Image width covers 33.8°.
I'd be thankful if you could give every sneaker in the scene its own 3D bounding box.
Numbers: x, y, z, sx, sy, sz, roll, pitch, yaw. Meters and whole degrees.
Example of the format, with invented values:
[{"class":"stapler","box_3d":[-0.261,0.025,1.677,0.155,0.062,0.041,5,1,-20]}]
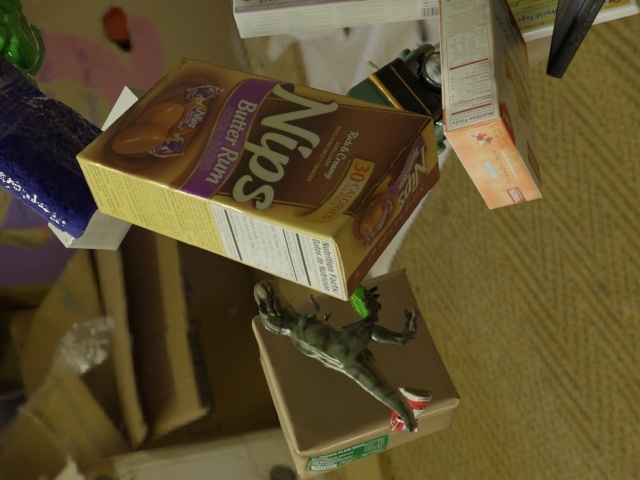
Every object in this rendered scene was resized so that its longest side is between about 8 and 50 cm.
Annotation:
[{"class":"sneaker","box_3d":[0.130,0.246,1.512,0.118,0.042,0.067,153,124,-79]}]

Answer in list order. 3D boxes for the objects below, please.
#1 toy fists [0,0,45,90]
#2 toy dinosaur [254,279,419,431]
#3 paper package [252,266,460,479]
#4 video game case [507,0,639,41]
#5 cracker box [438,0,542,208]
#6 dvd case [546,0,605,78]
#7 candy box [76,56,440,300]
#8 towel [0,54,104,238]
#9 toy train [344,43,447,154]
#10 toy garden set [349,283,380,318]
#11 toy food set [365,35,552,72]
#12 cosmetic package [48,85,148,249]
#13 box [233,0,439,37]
[{"class":"toy fists","box_3d":[-0.466,-0.248,1.572,0.142,0.096,0.279,44,-146,-67]},{"class":"toy dinosaur","box_3d":[0.044,0.112,1.190,0.268,0.118,0.064,33,149,35]},{"class":"paper package","box_3d":[0.065,0.255,2.023,0.168,0.324,0.310,87,164,-59]},{"class":"video game case","box_3d":[0.328,-0.384,1.468,0.227,0.026,0.206,-9,69,32]},{"class":"cracker box","box_3d":[0.189,-0.174,1.178,0.067,0.156,0.232,-12,56,22]},{"class":"dvd case","box_3d":[0.309,-0.327,1.185,0.180,0.022,0.253,109,179,-53]},{"class":"candy box","box_3d":[-0.037,-0.044,0.622,0.186,0.109,0.053,19,142,28]},{"class":"towel","box_3d":[-0.318,-0.134,0.990,0.076,0.308,0.228,-53,12,7]},{"class":"toy train","box_3d":[0.089,-0.150,1.496,0.142,0.190,0.334,53,158,7]},{"class":"toy garden set","box_3d":[0.000,0.000,1.629,0.244,0.049,0.204,45,170,27]},{"class":"toy food set","box_3d":[0.245,-0.321,1.674,0.306,0.219,0.092,-33,65,17]},{"class":"cosmetic package","box_3d":[-0.282,-0.098,1.482,0.060,0.099,0.239,44,111,27]},{"class":"box","box_3d":[0.034,-0.358,1.561,0.067,0.324,0.063,72,-166,-63]}]
